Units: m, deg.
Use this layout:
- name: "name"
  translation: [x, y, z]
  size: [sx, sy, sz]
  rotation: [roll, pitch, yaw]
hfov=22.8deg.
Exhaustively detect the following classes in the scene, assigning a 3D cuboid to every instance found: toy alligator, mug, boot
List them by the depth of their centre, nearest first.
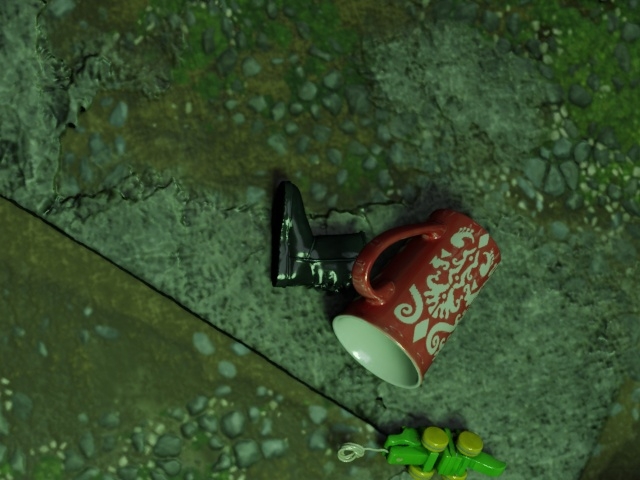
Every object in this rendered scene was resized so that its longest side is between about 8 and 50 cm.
- name: "mug"
  translation: [0.107, 0.048, 1.653]
  size: [0.113, 0.150, 0.169]
  rotation: [32, 65, 18]
- name: "boot"
  translation: [0.000, 0.000, 1.673]
  size: [0.099, 0.045, 0.121]
  rotation: [3, 88, -16]
- name: "toy alligator"
  translation: [0.105, 0.216, 1.675]
  size: [0.189, 0.056, 0.051]
  rotation: [9, 37, -16]
